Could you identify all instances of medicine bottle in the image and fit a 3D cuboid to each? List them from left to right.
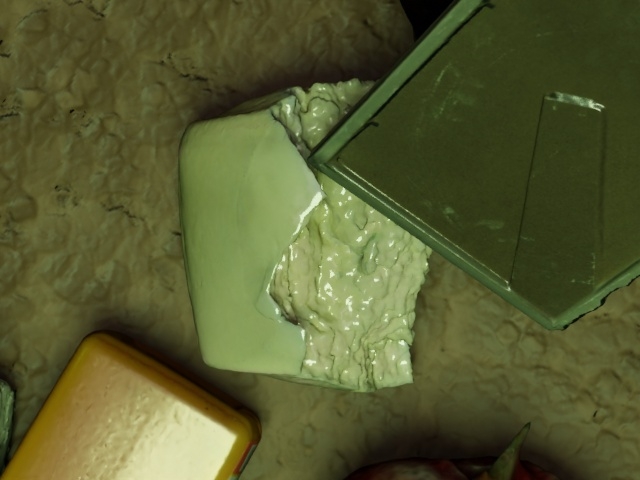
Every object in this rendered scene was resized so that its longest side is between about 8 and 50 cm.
[{"bbox_3d":[-0.156,0.192,1.097,0.149,0.112,0.222,31,88,4],"label":"medicine bottle"}]

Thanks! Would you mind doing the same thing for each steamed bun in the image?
[{"bbox_3d":[0.000,0.000,1.077,0.200,0.170,0.225,-6,87,-3],"label":"steamed bun"}]

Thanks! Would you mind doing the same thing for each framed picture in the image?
[{"bbox_3d":[0.143,-0.062,0.900,0.213,0.289,0.016,34,51,-9],"label":"framed picture"}]

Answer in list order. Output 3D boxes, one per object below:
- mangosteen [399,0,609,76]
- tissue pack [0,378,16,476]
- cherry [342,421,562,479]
[{"bbox_3d":[0.229,-0.169,0.995,0.382,0.382,0.435,-1,102,2],"label":"mangosteen"},{"bbox_3d":[-0.455,0.175,1.041,0.416,0.253,0.264,12,86,5],"label":"tissue pack"},{"bbox_3d":[0.087,0.268,1.032,0.230,0.203,0.300,8,94,-37],"label":"cherry"}]
